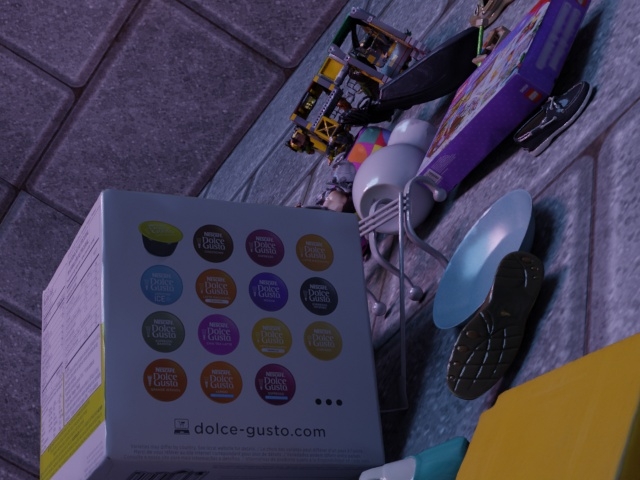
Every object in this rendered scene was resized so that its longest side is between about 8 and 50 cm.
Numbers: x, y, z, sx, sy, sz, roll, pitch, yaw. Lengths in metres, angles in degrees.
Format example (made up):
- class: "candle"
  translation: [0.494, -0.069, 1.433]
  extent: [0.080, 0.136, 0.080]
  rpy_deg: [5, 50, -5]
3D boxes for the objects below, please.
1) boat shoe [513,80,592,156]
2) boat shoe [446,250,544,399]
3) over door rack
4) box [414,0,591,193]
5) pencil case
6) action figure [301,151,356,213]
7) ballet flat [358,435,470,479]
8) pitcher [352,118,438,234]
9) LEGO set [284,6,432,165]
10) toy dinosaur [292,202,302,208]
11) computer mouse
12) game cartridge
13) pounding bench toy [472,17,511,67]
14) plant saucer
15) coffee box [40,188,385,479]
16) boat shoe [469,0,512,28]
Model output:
- class: "boat shoe"
  translation: [0.295, -0.160, 1.665]
  extent: [0.125, 0.038, 0.046]
  rpy_deg: [-48, 16, 38]
- class: "boat shoe"
  translation: [0.193, 0.099, 1.424]
  extent: [0.178, 0.064, 0.060]
  rpy_deg: [-61, -18, -17]
- class: "over door rack"
  translation: [0.082, 0.100, 1.757]
  extent: [0.239, 0.108, 0.324]
  rpy_deg: [147, 138, -62]
- class: "box"
  translation: [0.251, -0.207, 1.829]
  extent: [0.293, 0.057, 0.201]
  rpy_deg: [-47, 12, 55]
- class: "pencil case"
  translation: [0.070, -0.076, 2.196]
  extent: [0.104, 0.104, 0.236]
  rpy_deg: [-33, 31, 62]
- class: "action figure"
  translation: [0.000, 0.000, 2.028]
  extent: [0.185, 0.099, 0.285]
  rpy_deg: [9, -84, -69]
- class: "ballet flat"
  translation: [0.060, 0.294, 1.383]
  extent: [0.247, 0.087, 0.083]
  rpy_deg: [-55, 13, 13]
- class: "pitcher"
  translation: [0.115, -0.071, 2.000]
  extent: [0.207, 0.125, 0.178]
  rpy_deg: [-61, -12, -60]
- class: "LEGO set"
  translation: [0.102, -0.265, 2.458]
  extent: [0.331, 0.192, 0.255]
  rpy_deg: [-57, -17, -7]
- class: "toy dinosaur"
  translation: [-0.126, 0.079, 2.250]
  extent: [0.295, 0.127, 0.200]
  rpy_deg: [-30, 21, 20]
- class: "computer mouse"
  translation: [0.171, -0.257, 2.194]
  extent: [0.272, 0.072, 0.188]
  rpy_deg: [-33, -2, 27]
- class: "game cartridge"
  translation: [0.184, 0.249, 1.130]
  extent: [0.285, 0.052, 0.324]
  rpy_deg: [-38, 22, 57]
- class: "pounding bench toy"
  translation: [0.260, -0.291, 1.998]
  extent: [0.065, 0.083, 0.052]
  rpy_deg: [-59, 13, -8]
- class: "plant saucer"
  translation: [0.205, 0.030, 1.566]
  extent: [0.195, 0.037, 0.195]
  rpy_deg: [-55, 13, 19]
- class: "coffee box"
  translation: [-0.154, 0.163, 1.660]
  extent: [0.338, 0.337, 0.334]
  rpy_deg: [133, 137, -56]
- class: "boat shoe"
  translation: [0.295, -0.414, 2.230]
  extent: [0.153, 0.048, 0.056]
  rpy_deg: [-40, 22, 54]
